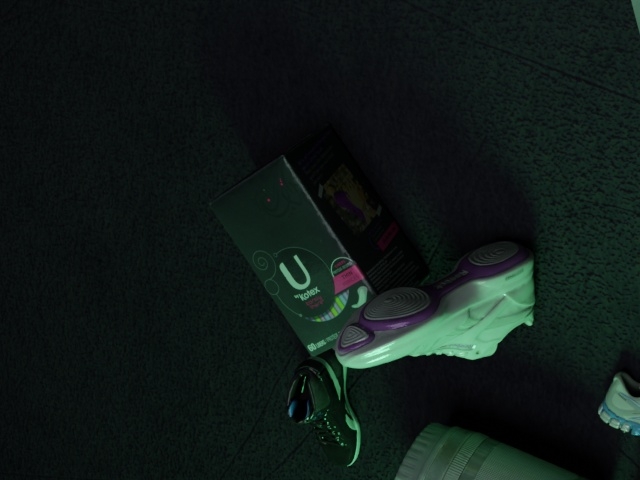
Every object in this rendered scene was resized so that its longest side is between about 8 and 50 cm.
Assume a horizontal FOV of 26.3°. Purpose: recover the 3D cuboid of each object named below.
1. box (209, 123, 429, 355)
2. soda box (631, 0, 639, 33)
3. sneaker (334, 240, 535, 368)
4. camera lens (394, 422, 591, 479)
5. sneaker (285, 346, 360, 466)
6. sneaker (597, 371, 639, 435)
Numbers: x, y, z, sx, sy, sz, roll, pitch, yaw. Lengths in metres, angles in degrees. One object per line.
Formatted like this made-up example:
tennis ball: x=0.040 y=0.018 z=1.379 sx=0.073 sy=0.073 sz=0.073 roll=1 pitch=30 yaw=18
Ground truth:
box: x=0.000 y=0.000 z=1.947 sx=0.165 sy=0.143 sz=0.270 roll=-31 pitch=95 yaw=37
soda box: x=0.412 y=-0.289 z=1.585 sx=0.083 sy=0.092 sz=0.263 roll=-9 pitch=108 yaw=33
sneaker: x=0.167 y=0.119 z=1.831 sx=0.114 sy=0.305 sz=0.152 roll=41 pitch=149 yaw=57
camera lens: x=0.249 y=0.402 z=1.950 sx=0.274 sy=0.219 sz=0.219 roll=22 pitch=123 yaw=21
sneaker: x=-0.005 y=0.274 z=2.101 sx=0.079 sy=0.121 sz=0.217 roll=4 pitch=115 yaw=31
sneaker: x=0.469 y=0.232 z=1.830 sx=0.191 sy=0.071 sz=0.083 roll=20 pitch=117 yaw=21
